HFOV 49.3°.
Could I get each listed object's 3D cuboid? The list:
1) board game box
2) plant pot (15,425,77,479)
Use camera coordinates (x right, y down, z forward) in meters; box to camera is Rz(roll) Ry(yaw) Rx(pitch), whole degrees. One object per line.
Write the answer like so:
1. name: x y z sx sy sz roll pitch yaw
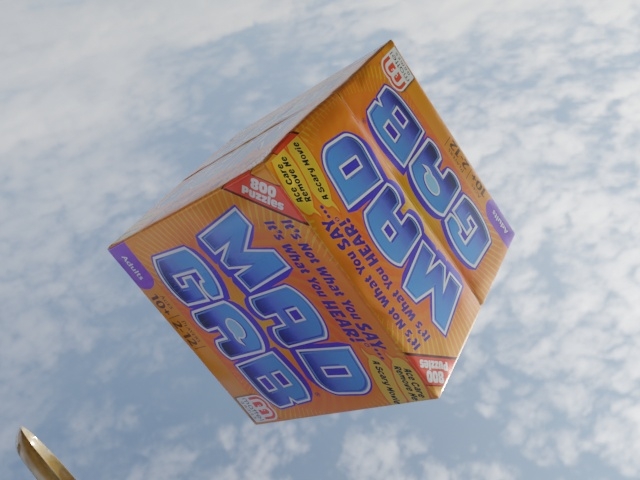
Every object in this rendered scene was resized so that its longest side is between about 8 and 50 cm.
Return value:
1. board game box: 0.000 0.000 1.018 0.357 0.356 0.356 -21 -158 43
2. plant pot: -0.474 0.432 1.256 0.032 0.236 0.236 -41 -139 -23
